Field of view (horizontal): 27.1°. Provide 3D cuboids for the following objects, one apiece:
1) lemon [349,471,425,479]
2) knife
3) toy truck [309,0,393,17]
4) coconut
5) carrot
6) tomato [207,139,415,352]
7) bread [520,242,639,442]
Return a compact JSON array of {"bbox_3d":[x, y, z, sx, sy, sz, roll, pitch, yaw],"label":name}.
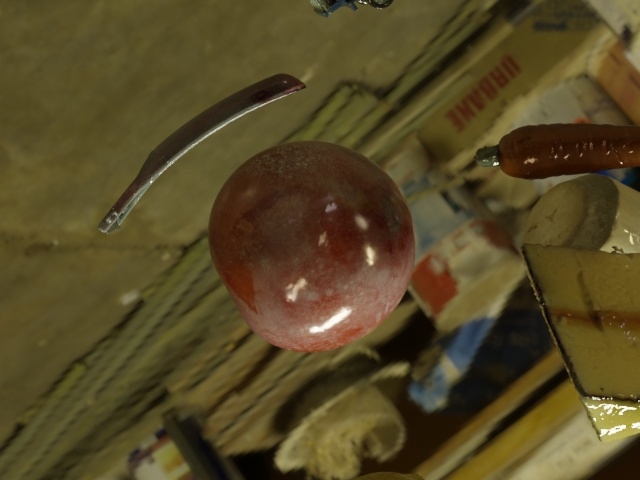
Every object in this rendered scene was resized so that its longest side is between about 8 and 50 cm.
[{"bbox_3d":[0.100,0.469,1.927,0.268,0.322,0.268,-9,111,-22],"label":"lemon"},{"bbox_3d":[-0.140,-0.108,1.502,0.278,0.053,0.123,-37,-172,4],"label":"knife"},{"bbox_3d":[0.070,-0.313,1.416,0.201,0.088,0.074,-39,-161,-2],"label":"toy truck"},{"bbox_3d":[0.411,0.016,1.915,0.222,0.202,0.202,29,123,-21],"label":"coconut"},{"bbox_3d":[0.349,-0.112,1.574,0.336,0.069,0.069,-4,162,10],"label":"carrot"},{"bbox_3d":[0.000,0.000,1.668,0.227,0.270,0.270,-25,169,35],"label":"tomato"},{"bbox_3d":[0.361,0.095,1.577,0.178,0.240,0.135,-21,141,7],"label":"bread"}]
